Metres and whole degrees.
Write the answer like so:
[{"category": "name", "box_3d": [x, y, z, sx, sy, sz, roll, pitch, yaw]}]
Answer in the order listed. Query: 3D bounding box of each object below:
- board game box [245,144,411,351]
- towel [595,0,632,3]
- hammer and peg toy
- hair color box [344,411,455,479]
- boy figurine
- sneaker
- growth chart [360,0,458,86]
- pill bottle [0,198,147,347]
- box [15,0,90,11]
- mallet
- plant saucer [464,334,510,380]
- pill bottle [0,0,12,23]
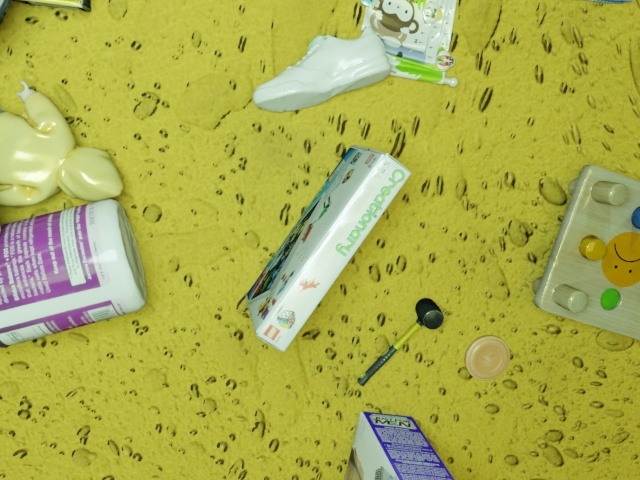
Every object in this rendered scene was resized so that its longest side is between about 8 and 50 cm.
[{"category": "board game box", "box_3d": [0.000, 0.000, 1.019, 0.053, 0.193, 0.305, 34, 94, -15]}, {"category": "towel", "box_3d": [0.406, -0.552, 1.059, 0.243, 0.040, 0.335, 3, 101, -14]}, {"category": "hammer and peg toy", "box_3d": [0.561, 0.037, 1.170, 0.362, 0.127, 0.265, 16, 96, -14]}, {"category": "hair color box", "box_3d": [0.127, 0.423, 1.053, 0.110, 0.339, 0.185, 10, 99, -11]}, {"category": "boy figurine", "box_3d": [-0.415, -0.131, 0.965, 0.285, 0.092, 0.177, 15, 98, -14]}, {"category": "sneaker", "box_3d": [-0.006, -0.261, 1.035, 0.212, 0.080, 0.094, -18, 85, -5]}, {"category": "growth chart", "box_3d": [0.140, -0.363, 1.062, 0.172, 0.021, 0.237, 2, 100, -10]}, {"category": "pill bottle", "box_3d": [-0.412, 0.055, 0.963, 0.302, 0.169, 0.169, -14, 104, -8]}, {"category": "box", "box_3d": [-0.433, -0.482, 0.897, 0.257, 0.079, 0.321, 4, 101, -10]}, {"category": "mallet", "box_3d": [0.131, 0.172, 1.165, 0.039, 0.062, 0.190, 41, 106, -14]}, {"category": "plant saucer", "box_3d": [0.295, 0.208, 1.211, 0.084, 0.013, 0.083, -2, 102, -11]}, {"category": "pill bottle", "box_3d": [-0.429, -0.333, 0.823, 0.130, 0.130, 0.245, 30, 96, -15]}]
